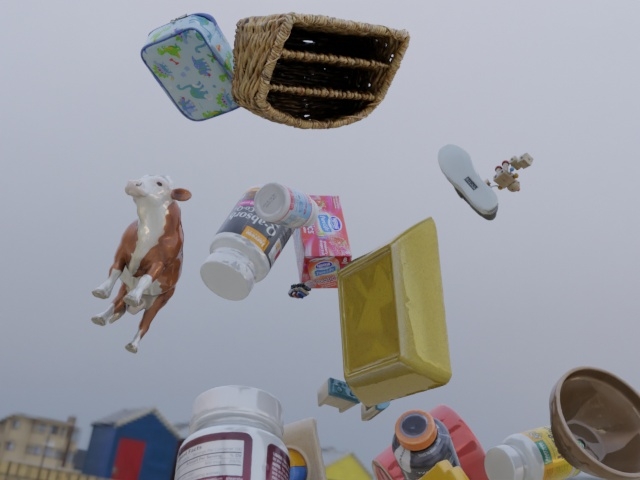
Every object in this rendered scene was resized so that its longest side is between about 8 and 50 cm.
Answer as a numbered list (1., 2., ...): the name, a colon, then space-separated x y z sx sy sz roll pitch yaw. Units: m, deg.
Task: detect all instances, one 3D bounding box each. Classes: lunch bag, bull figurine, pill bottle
1. lunch bag: -0.265 -0.365 1.906 0.176 0.090 0.219 -16 -52 27
2. bull figurine: -0.270 0.036 1.370 0.101 0.188 0.310 23 -31 7
3. pill bottle: -0.175 0.005 2.203 0.162 0.278 0.162 16 -42 15
4. pill bottle: -0.069 -0.072 1.952 0.087 0.087 0.160 0 -7 28
5. pill bottle: 0.232 0.473 1.974 0.130 0.130 0.246 1 -42 24
6. pill bottle: -0.170 0.491 1.702 0.224 0.392 0.224 0 -41 0
7. pill bottle: 0.444 0.451 1.860 0.208 0.118 0.117 -4 -9 -34

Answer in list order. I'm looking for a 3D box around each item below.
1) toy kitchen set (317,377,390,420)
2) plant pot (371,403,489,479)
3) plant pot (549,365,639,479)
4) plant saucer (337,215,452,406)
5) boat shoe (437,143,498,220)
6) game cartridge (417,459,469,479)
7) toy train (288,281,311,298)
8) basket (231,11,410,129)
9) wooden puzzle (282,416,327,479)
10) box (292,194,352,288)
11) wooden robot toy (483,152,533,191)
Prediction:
1. toy kitchen set: 0.086 0.278 2.023 0.166 0.207 0.122 22 -46 -25
2. plant pot: 0.287 0.610 2.391 0.243 0.275 0.275 -26 -12 -16
3. plant pot: 0.530 0.369 1.730 0.237 0.237 0.110 15 -44 -14
4. plant saucer: 0.127 0.150 1.821 0.081 0.333 0.333 6 -20 -26
5. boat shoe: 0.352 -0.137 2.162 0.077 0.219 0.070 -29 -29 -2
6. game cartridge: 0.235 0.637 1.789 0.052 0.285 0.324 2 -44 -52
7. toy train: -0.053 0.122 2.148 0.027 0.036 0.158 36 -12 -8
8. basket: -0.003 -0.327 1.787 0.299 0.213 0.223 1 8 -35
9. wooden puzzle: -0.127 0.592 1.980 0.322 0.348 0.080 -22 -27 26
10. box: 0.000 0.000 2.395 0.128 0.257 0.123 0 -49 -9
11. wooden robot toy: 0.509 -0.168 2.389 0.079 0.076 0.173 38 -50 -15
